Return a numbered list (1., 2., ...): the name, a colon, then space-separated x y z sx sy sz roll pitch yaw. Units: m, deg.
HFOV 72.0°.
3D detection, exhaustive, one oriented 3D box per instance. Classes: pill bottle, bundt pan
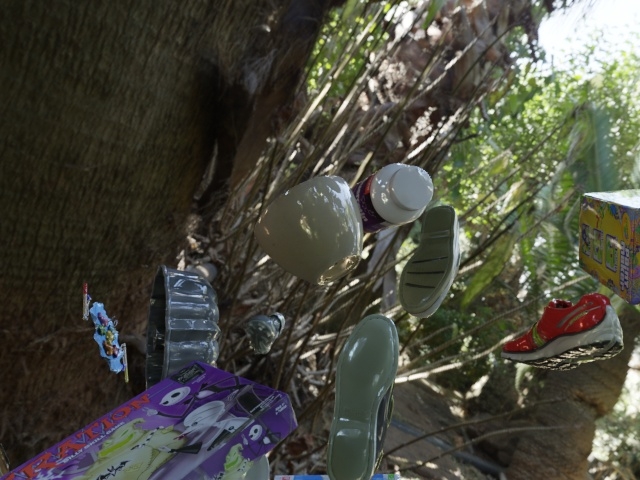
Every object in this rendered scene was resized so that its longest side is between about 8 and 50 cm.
1. pill bottle: 0.207 -0.128 1.361 0.182 0.181 0.323 32 -15 -11
2. bundt pan: -0.309 0.221 0.988 0.124 0.330 0.331 6 18 -26

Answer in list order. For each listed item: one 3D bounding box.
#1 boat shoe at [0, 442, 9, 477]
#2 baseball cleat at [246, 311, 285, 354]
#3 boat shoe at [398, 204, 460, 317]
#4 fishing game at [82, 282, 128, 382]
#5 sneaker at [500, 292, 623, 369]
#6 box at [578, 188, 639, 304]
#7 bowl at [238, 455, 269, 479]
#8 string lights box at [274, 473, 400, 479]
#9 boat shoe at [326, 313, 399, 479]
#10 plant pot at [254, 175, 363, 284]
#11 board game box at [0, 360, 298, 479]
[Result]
1. boat shoe: -0.649 0.444 0.846 0.111 0.307 0.104 -7 19 -21
2. baseball cleat: -0.130 0.205 1.068 0.072 0.109 0.206 33 -32 6
3. boat shoe: 0.260 0.057 0.980 0.113 0.302 0.103 -1 -45 35
4. fishing game: -0.529 0.239 1.109 0.189 0.041 0.264 -127 -158 -50
5. sneaker: 0.442 0.171 0.824 0.107 0.118 0.279 13 -26 -9
6. box: 0.699 -0.003 0.845 0.290 0.176 0.279 -2 10 14
7. bowl: -0.336 0.814 1.514 0.298 0.297 0.134 30 -18 -33
8. string lights box: 0.030 0.535 0.857 0.260 0.076 0.133 -4 14 6
9. boat shoe: 0.060 0.217 0.607 0.081 0.227 0.068 8 -24 19
10. plant pot: 0.000 0.000 1.127 0.191 0.284 0.284 57 15 23
11. board game box: -0.214 0.241 0.429 0.347 0.056 0.208 -27 13 -41
